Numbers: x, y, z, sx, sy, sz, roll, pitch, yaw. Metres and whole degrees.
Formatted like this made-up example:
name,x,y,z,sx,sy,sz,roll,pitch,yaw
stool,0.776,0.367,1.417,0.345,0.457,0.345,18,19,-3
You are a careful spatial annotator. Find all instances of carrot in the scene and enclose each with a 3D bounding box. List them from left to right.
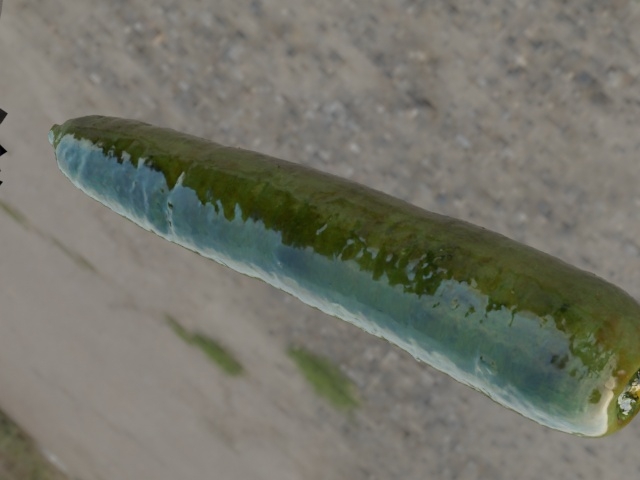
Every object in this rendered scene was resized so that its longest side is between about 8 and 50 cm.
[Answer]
name,x,y,z,sx,sy,sz,roll,pitch,yaw
carrot,0.000,0.000,0.811,0.359,0.074,0.074,24,152,29

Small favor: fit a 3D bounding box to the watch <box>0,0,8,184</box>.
name,x,y,z,sx,sy,sz,roll,pitch,yaw
watch,-0.254,-0.144,0.675,0.327,0.335,0.314,60,149,17
